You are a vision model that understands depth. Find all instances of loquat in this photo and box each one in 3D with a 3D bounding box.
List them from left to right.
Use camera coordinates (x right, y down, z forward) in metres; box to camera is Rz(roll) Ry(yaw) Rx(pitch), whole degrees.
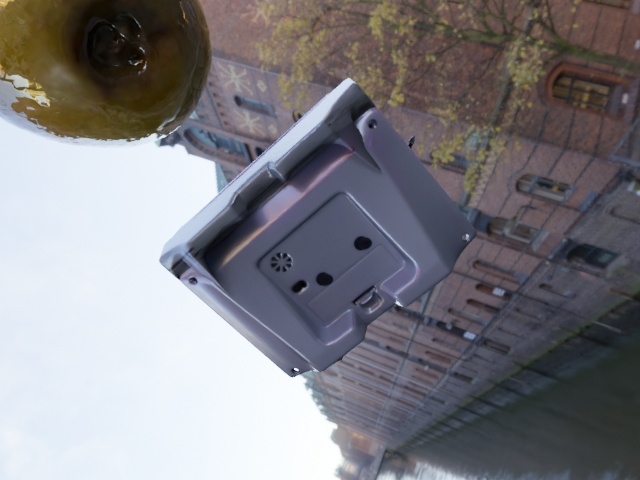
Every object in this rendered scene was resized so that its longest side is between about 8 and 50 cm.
[{"bbox_3d":[-0.269,-0.235,0.544,0.275,0.275,0.274,19,-90,-77],"label":"loquat"}]

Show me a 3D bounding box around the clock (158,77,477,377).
[{"bbox_3d":[0.000,0.000,0.452,0.253,0.186,0.083,-41,19,11],"label":"clock"}]
